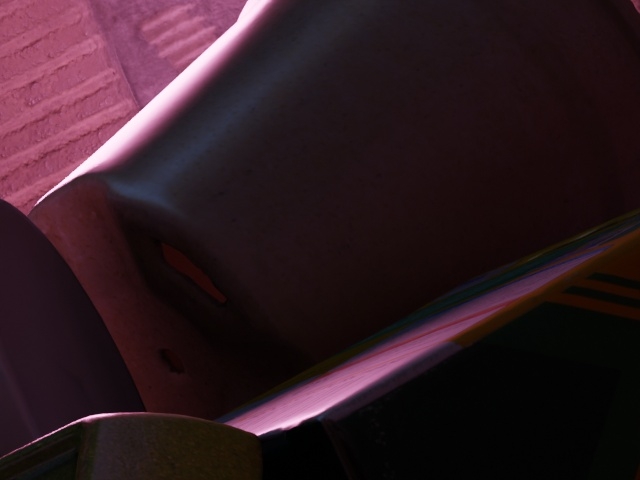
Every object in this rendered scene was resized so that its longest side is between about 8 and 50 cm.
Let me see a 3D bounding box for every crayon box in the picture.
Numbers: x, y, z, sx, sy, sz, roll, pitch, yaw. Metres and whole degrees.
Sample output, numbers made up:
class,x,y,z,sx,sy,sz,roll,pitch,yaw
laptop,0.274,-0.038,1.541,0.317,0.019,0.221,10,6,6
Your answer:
class,x,y,z,sx,sy,sz,roll,pitch,yaw
crayon box,0.055,0.070,0.642,0.203,0.083,0.323,-27,-1,44

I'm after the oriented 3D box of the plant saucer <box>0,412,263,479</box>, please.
class,x,y,z,sx,sy,sz,roll,pitch,yaw
plant saucer,-0.106,0.120,0.403,0.188,0.045,0.188,-26,24,9

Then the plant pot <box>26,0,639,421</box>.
class,x,y,z,sx,sy,sz,roll,pitch,yaw
plant pot,0.000,0.000,0.941,0.305,0.334,0.334,-39,8,-40

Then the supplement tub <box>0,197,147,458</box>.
class,x,y,z,sx,sy,sz,roll,pitch,yaw
supplement tub,-0.252,0.137,0.739,0.325,0.235,0.235,-26,-1,5
